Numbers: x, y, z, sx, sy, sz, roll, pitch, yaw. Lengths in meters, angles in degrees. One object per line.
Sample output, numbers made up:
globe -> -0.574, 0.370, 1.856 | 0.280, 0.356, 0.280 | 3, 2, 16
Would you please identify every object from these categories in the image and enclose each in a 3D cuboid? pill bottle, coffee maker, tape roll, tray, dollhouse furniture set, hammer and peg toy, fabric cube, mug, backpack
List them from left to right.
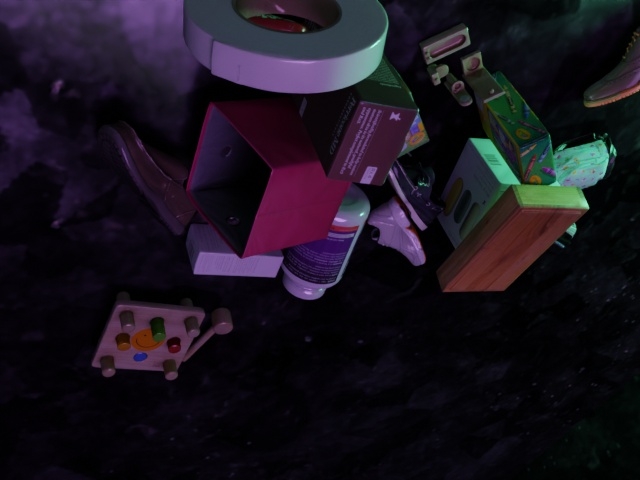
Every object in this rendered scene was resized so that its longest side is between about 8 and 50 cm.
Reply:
hammer and peg toy -> -0.432, 0.281, 2.179 | 0.361, 0.127, 0.266 | 10, 127, -31
mug -> -0.114, -0.437, 1.626 | 0.169, 0.113, 0.150 | 12, 143, -27
fabric cube -> -0.111, -0.149, 1.761 | 0.258, 0.254, 0.259 | -14, 139, -41
tape roll -> -0.067, -0.410, 1.472 | 0.391, 0.392, 0.072 | -6, 134, -18
pill bottle -> 0.000, 0.000, 2.054 | 0.181, 0.181, 0.323 | 2, 131, -25
dollhouse furniture set -> 0.336, -0.406, 1.843 | 0.144, 0.123, 0.151 | -25, 137, 1
tray -> 0.484, 0.007, 2.014 | 0.202, 0.076, 0.411 | 0, 147, -22
coffee maker -> 0.664, -0.035, 2.374 | 0.171, 0.120, 0.178 | -26, 142, 37
backpack -> 0.736, -0.213, 2.215 | 0.181, 0.115, 0.152 | -13, 139, -8

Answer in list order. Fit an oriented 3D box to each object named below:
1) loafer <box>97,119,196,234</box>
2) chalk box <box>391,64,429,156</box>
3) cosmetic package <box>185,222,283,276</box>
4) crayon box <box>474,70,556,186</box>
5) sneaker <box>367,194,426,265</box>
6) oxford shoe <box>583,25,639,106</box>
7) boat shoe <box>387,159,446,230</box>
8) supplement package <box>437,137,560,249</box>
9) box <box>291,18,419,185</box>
loafer -> -0.384, -0.161, 1.791 | 0.130, 0.133, 0.366 | -47, 149, -14
chalk box -> 0.167, -0.285, 1.884 | 0.132, 0.132, 0.213 | -27, 136, 3
cosmetic package -> -0.224, 0.026, 2.030 | 0.231, 0.117, 0.085 | 2, 133, -26
crayon box -> 0.477, -0.269, 1.926 | 0.081, 0.278, 0.165 | -24, 137, 3
sneaker -> 0.211, -0.014, 2.209 | 0.121, 0.099, 0.262 | -24, 130, 11
oxford shoe -> 0.828, -0.482, 2.016 | 0.363, 0.130, 0.133 | -35, 104, 21
boat shoe -> 0.254, -0.147, 2.060 | 0.113, 0.127, 0.340 | -31, 139, 8
supplement package -> 0.475, -0.113, 2.135 | 0.198, 0.199, 0.263 | 1, 132, -23
box -> 0.051, -0.308, 1.626 | 0.143, 0.381, 0.191 | 4, 131, -26
